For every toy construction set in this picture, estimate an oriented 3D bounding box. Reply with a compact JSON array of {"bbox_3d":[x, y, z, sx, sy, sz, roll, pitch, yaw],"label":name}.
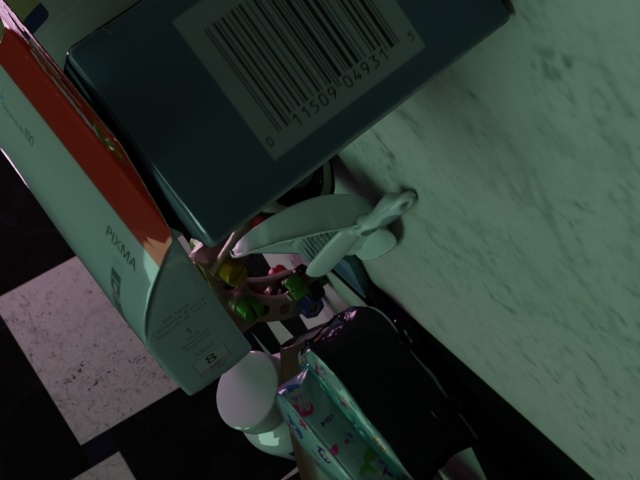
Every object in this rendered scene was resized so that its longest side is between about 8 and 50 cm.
[{"bbox_3d":[-0.164,0.046,1.460,0.309,0.237,0.257,50,170,19],"label":"toy construction set"}]

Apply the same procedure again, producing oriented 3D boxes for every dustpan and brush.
[{"bbox_3d":[0.023,-0.010,0.863,0.211,0.147,0.060,-48,48,51],"label":"dustpan and brush"}]

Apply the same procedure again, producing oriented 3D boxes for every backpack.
[{"bbox_3d":[0.058,0.202,1.187,0.225,0.191,0.253,51,175,1],"label":"backpack"}]

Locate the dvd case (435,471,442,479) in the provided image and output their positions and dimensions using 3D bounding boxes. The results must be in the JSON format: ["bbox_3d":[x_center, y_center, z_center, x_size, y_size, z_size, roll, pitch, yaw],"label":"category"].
[{"bbox_3d":[0.156,0.397,1.820,0.238,0.029,0.179,43,166,46],"label":"dvd case"}]

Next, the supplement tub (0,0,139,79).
[{"bbox_3d":[-0.256,-0.248,0.894,0.316,0.228,0.228,50,170,17],"label":"supplement tub"}]

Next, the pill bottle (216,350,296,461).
[{"bbox_3d":[-0.027,0.279,1.588,0.301,0.169,0.169,32,-171,-49],"label":"pill bottle"}]

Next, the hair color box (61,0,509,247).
[{"bbox_3d":[-0.059,-0.108,0.610,0.113,0.185,0.374,54,170,-13],"label":"hair color box"}]

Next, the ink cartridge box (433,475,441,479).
[{"bbox_3d":[0.095,0.432,1.497,0.324,0.071,0.330,5,-162,-38],"label":"ink cartridge box"}]

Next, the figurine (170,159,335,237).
[{"bbox_3d":[-0.110,-0.058,0.982,0.209,0.215,0.092,-159,60,-78],"label":"figurine"}]

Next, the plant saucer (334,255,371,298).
[{"bbox_3d":[0.000,0.000,1.196,0.192,0.018,0.067,43,166,45],"label":"plant saucer"}]

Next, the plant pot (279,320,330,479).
[{"bbox_3d":[0.034,0.238,1.405,0.230,0.215,0.215,66,169,-2],"label":"plant pot"}]

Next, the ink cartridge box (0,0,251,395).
[{"bbox_3d":[-0.135,-0.031,0.534,0.189,0.066,0.232,47,173,28],"label":"ink cartridge box"}]
